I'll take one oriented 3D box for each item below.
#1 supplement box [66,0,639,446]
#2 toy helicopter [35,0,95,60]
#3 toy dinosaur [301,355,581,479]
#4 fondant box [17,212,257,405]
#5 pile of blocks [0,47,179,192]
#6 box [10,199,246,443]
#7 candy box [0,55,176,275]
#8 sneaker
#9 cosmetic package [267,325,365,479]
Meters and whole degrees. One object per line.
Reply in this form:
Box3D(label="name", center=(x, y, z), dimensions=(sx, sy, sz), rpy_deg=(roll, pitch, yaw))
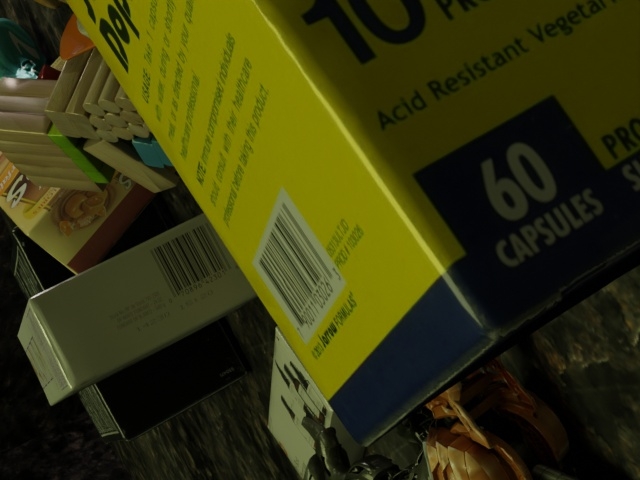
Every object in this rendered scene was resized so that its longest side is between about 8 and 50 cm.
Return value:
Box3D(label="supplement box", center=(0.014, -0.128, 0.495), dimensions=(0.356, 0.194, 0.195), rpy_deg=(56, 161, 11))
Box3D(label="toy helicopter", center=(-0.226, -0.220, 0.948), dimensions=(0.235, 0.140, 0.355), rpy_deg=(24, -178, -10))
Box3D(label="toy dinosaur", center=(0.106, 0.149, 0.806), dimensions=(0.218, 0.164, 0.322), rpy_deg=(-14, 84, 57))
Box3D(label="fondant box", center=(-0.180, 0.068, 1.241), dimensions=(0.096, 0.238, 0.330), rpy_deg=(62, 162, 3))
Box3D(label="pile of blocks", center=(-0.157, -0.132, 1.071), dimensions=(0.149, 0.112, 0.362), rpy_deg=(35, 152, -34))
Box3D(label="box", center=(-0.264, 0.098, 1.598), dimensions=(0.296, 0.183, 0.294), rpy_deg=(62, 161, 1))
Box3D(label="candy box", center=(-0.278, -0.093, 1.357), dimensions=(0.087, 0.183, 0.316), rpy_deg=(42, 175, -31))
Box3D(label="sneaker", center=(-0.384, -0.200, 1.703), dimensions=(0.275, 0.107, 0.110), rpy_deg=(58, 142, 2))
Box3D(label="cosmetic package", center=(-0.002, 0.161, 1.171), dimensions=(0.099, 0.060, 0.239), rpy_deg=(56, 160, 24))
